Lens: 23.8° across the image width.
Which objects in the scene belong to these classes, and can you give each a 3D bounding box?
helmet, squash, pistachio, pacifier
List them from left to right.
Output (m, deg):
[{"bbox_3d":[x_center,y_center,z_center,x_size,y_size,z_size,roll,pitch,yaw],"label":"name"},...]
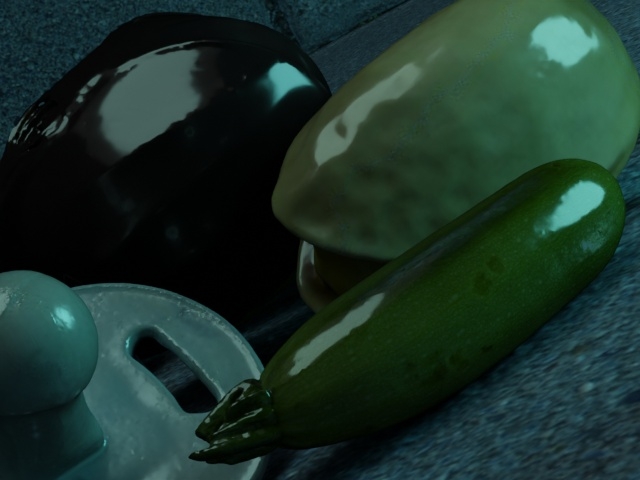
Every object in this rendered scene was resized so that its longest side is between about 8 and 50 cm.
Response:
[{"bbox_3d":[-0.168,0.094,0.879,0.287,0.238,0.225,-29,-31,-25],"label":"pacifier"},{"bbox_3d":[-0.095,-0.034,1.129,0.177,0.225,0.305,8,60,52],"label":"helmet"},{"bbox_3d":[0.068,0.046,0.901,0.341,0.094,0.094,-32,12,-27],"label":"squash"},{"bbox_3d":[0.102,-0.059,1.061,0.299,0.187,0.187,-43,17,-23],"label":"pistachio"}]

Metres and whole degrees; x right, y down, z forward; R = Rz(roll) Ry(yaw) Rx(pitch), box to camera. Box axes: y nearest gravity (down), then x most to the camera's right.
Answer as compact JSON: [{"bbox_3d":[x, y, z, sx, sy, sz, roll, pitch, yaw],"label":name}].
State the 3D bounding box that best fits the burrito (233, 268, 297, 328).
[{"bbox_3d":[0.000,0.000,1.285,0.288,0.054,0.104,-34,-18,8],"label":"burrito"}]
